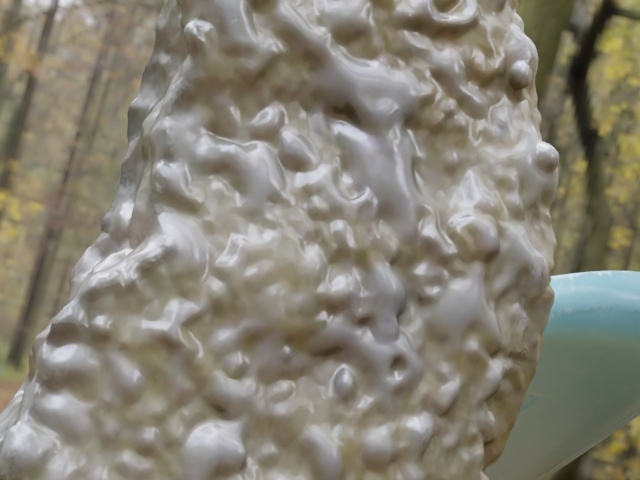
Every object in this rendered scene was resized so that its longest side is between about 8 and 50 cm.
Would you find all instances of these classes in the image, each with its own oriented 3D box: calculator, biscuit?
[{"bbox_3d":[0.096,0.103,0.954,0.386,0.256,0.054,14,42,-60],"label":"calculator"},{"bbox_3d":[0.002,0.004,0.392,0.133,0.250,0.032,24,-18,-26],"label":"biscuit"}]
